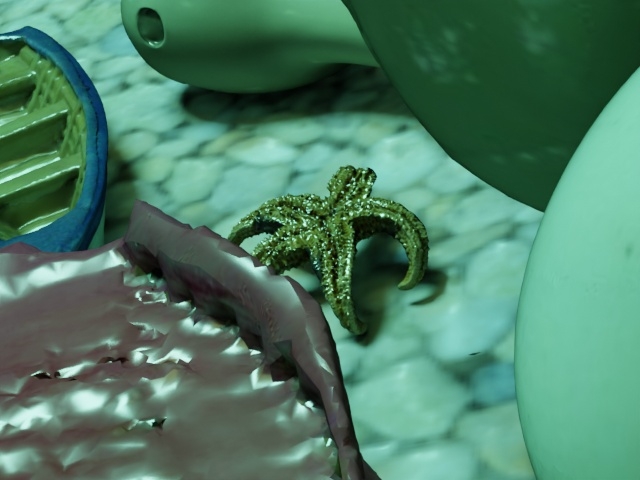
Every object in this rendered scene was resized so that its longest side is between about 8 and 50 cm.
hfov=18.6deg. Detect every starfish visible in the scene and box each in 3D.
[{"bbox_3d":[0.000,0.000,0.693,0.091,0.028,0.078,4,40,41],"label":"starfish"}]

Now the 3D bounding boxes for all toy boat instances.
[{"bbox_3d":[-0.117,-0.025,0.776,0.080,0.046,0.229,-22,32,-7],"label":"toy boat"}]

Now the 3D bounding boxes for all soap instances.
[{"bbox_3d":[-0.056,0.106,0.480,0.182,0.112,0.289,-19,32,4],"label":"soap"}]

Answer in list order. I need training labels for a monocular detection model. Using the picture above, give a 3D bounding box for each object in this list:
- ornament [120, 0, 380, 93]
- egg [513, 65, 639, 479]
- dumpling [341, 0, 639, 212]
[{"bbox_3d":[-0.011,-0.092,0.805,0.156,0.081,0.074,6,81,34],"label":"ornament"},{"bbox_3d":[0.171,0.009,0.439,0.264,0.182,0.183,-17,30,-12],"label":"egg"},{"bbox_3d":[0.129,-0.125,0.586,0.320,0.212,0.270,-43,-2,-36],"label":"dumpling"}]
